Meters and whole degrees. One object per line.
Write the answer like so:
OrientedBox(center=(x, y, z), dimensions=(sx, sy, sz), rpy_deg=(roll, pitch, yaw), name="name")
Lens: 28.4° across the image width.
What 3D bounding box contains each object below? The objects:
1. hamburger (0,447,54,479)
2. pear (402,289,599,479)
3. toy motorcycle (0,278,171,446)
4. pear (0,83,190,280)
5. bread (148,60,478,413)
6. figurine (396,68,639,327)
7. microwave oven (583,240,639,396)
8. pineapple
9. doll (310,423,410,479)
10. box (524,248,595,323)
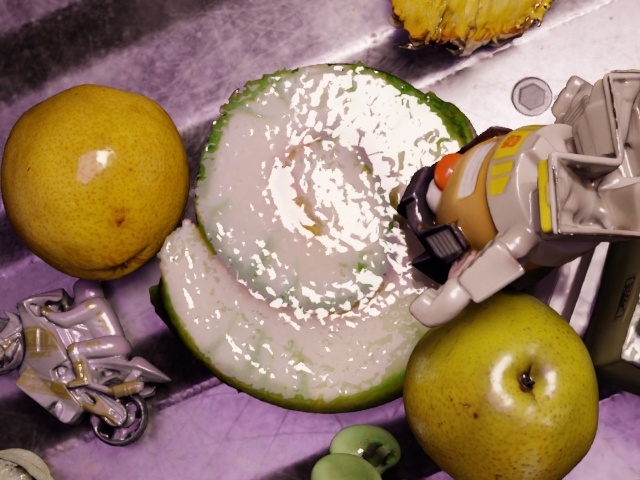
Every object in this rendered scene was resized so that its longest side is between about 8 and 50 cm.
OrientedBox(center=(-0.342, 0.298, 1.374), dimensions=(0.133, 0.062, 0.140), rpy_deg=(-38, 80, 1), name="hamburger")
OrientedBox(center=(0.172, 0.145, 1.186), dimensions=(0.198, 0.198, 0.198), rpy_deg=(-1, 81, 7), name="pear")
OrientedBox(center=(-0.267, 0.118, 1.389), dimensions=(0.225, 0.073, 0.152), rpy_deg=(28, 83, 11), name="toy motorcycle")
OrientedBox(center=(-0.239, -0.058, 1.345), dimensions=(0.209, 0.209, 0.209), rpy_deg=(-1, 81, 7), name="pear")
OrientedBox(center=(0.000, 0.000, 1.337), dimensions=(0.382, 0.129, 0.366), rpy_deg=(-21, 86, -3), name="bread")
OrientedBox(center=(0.183, -0.036, 1.132), dimensions=(0.308, 0.308, 0.143), rpy_deg=(-32, 92, 1), name="figurine")
OrientedBox(center=(0.430, -0.024, 1.204), dimensions=(0.247, 0.333, 0.394), rpy_deg=(18, 83, 5), name="microwave oven")
OrientedBox(center=(0.177, -0.324, 1.393), dimensions=(0.161, 0.158, 0.334), rpy_deg=(11, 75, 48), name="pineapple")
OrientedBox(center=(0.133, 0.317, 1.246), dimensions=(0.322, 0.198, 0.186), rpy_deg=(24, 110, 13), name="doll")
OrientedBox(center=(0.256, 0.015, 1.326), dimensions=(0.055, 0.103, 0.244), rpy_deg=(20, 84, 10), name="box")
